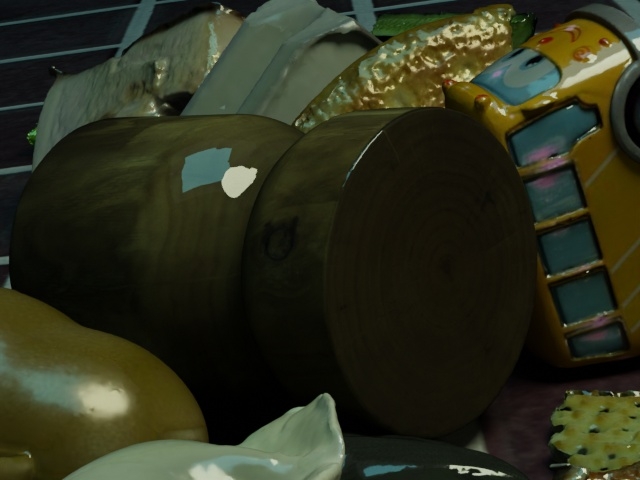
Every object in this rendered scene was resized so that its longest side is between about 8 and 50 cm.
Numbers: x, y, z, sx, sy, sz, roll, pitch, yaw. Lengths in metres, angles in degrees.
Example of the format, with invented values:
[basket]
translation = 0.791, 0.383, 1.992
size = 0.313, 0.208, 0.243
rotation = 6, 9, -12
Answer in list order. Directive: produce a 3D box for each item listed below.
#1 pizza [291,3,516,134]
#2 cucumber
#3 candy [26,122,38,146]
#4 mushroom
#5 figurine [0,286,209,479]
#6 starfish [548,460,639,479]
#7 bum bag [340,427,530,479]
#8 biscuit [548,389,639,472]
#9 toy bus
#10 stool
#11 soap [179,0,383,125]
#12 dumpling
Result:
[pizza]
translation = 0.066, -0.028, 1.217
size = 0.292, 0.197, 0.058
rotation = -55, 0, -9
[cucumber]
translation = 0.134, -0.223, 1.997
size = 0.220, 0.046, 0.070
rotation = 4, 23, 39
[candy]
translation = -0.194, -0.114, 1.812
size = 0.178, 0.032, 0.102
rotation = 0, 22, 21
[mushroom]
translation = -0.114, -0.064, 1.474
size = 0.162, 0.173, 0.236
rotation = 28, -30, -34
[figurine]
translation = -0.190, 0.103, 0.879
size = 0.285, 0.167, 0.342
rotation = -4, 20, 20
[starfish]
translation = 0.227, 0.102, 0.821
size = 0.231, 0.048, 0.295
rotation = -23, 14, -22
[bum bag]
translation = 0.039, 0.137, 0.811
size = 0.142, 0.079, 0.326
rotation = -11, 15, -20
[biscuit]
translation = 0.209, 0.108, 0.930
size = 0.203, 0.016, 0.144
rotation = -1, 18, 21
[toy bus]
translation = 0.153, -0.026, 1.084
size = 0.136, 0.209, 0.126
rotation = -22, 19, -9
[stool]
translation = -0.032, 0.014, 1.045
size = 0.264, 0.179, 0.179
rotation = 2, 19, 44
[soap]
translation = 0.000, 0.000, 1.331
size = 0.302, 0.258, 0.159
rotation = -54, 25, -3
[dumpling]
translation = -0.066, 0.153, 0.717
size = 0.229, 0.124, 0.151
rotation = -49, 19, -2
